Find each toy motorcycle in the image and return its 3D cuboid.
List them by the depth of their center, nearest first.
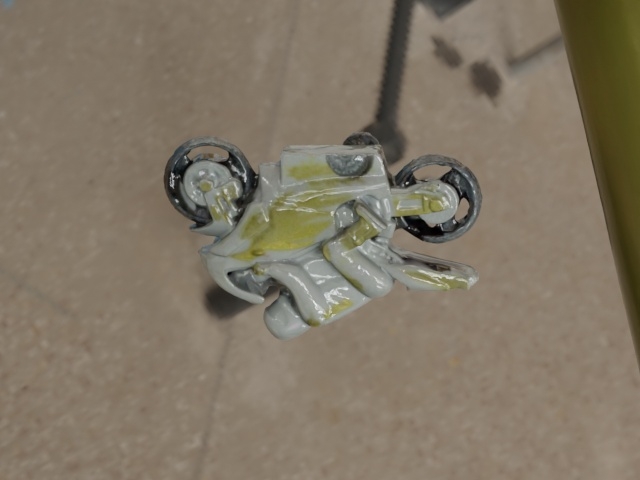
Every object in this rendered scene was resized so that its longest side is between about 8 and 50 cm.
[{"bbox_3d":[0.000,0.000,1.284,0.074,0.229,0.151,-83,178,-78],"label":"toy motorcycle"}]

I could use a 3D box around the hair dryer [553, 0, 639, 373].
[{"bbox_3d":[0.077,-0.028,0.396,0.135,0.090,0.278,-70,146,-69],"label":"hair dryer"}]
